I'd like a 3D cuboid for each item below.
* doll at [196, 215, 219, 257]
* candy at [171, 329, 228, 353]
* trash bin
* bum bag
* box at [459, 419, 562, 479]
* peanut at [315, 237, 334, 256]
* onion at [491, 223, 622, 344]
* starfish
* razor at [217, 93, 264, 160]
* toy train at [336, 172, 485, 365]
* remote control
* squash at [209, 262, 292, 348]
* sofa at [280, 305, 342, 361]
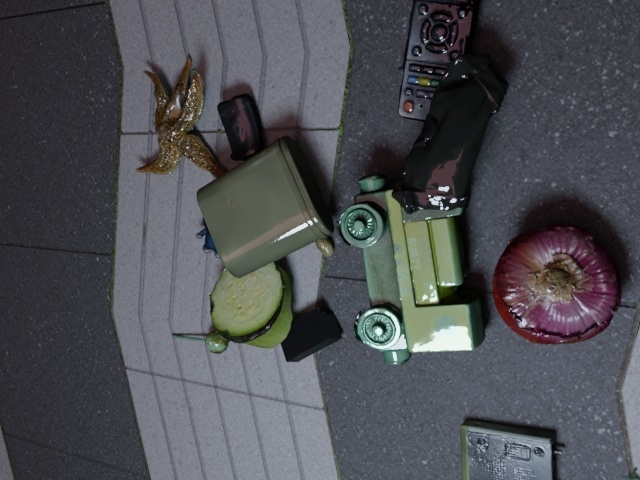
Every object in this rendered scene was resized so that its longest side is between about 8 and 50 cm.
[{"bbox_3d":[-0.244,-0.034,1.609,0.114,0.085,0.152,20,121,10],"label":"doll"},{"bbox_3d":[-0.320,0.259,1.736,0.202,0.061,0.061,0,100,38],"label":"candy"},{"bbox_3d":[-0.123,-0.069,1.467,0.247,0.121,0.244,-28,78,16],"label":"trash bin"},{"bbox_3d":[0.248,-0.189,1.227,0.142,0.079,0.327,26,95,22],"label":"bum bag"},{"bbox_3d":[0.396,0.517,1.378,0.210,0.045,0.271,3,101,30],"label":"box"},{"bbox_3d":[0.000,0.000,1.502,0.083,0.037,0.037,48,119,10],"label":"peanut"},{"bbox_3d":[0.426,0.085,1.218,0.229,0.163,0.230,-2,75,8],"label":"onion"},{"bbox_3d":[-0.332,-0.292,1.603,0.301,0.084,0.294,11,107,32],"label":"starfish"},{"bbox_3d":[-0.181,-0.259,1.538,0.090,0.054,0.148,-14,94,31],"label":"razor"},{"bbox_3d":[0.187,0.054,1.343,0.253,0.160,0.398,-7,96,22],"label":"toy train"},{"bbox_3d":[0.233,-0.425,1.266,0.144,0.062,0.399,17,110,26],"label":"remote control"},{"bbox_3d":[-0.145,0.144,1.572,0.220,0.133,0.220,-14,65,33],"label":"squash"},{"bbox_3d":[-0.024,0.219,1.556,0.147,0.060,0.085,-34,66,30],"label":"sofa"}]
